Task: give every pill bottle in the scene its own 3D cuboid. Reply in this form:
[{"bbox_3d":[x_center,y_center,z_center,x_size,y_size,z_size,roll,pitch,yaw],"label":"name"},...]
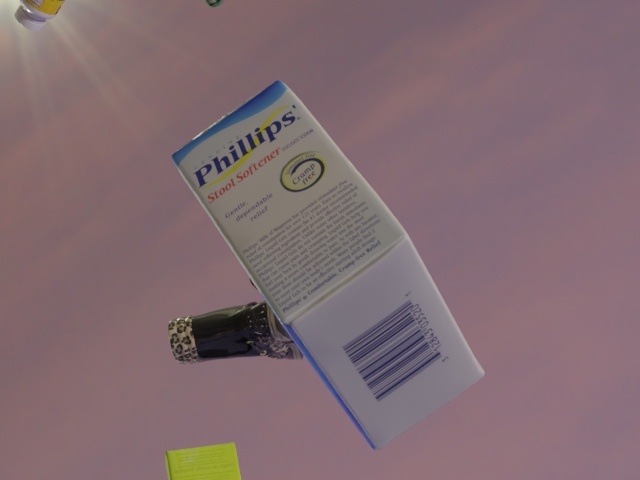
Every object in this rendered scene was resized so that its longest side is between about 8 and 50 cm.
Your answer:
[{"bbox_3d":[-0.425,-0.383,2.314,0.116,0.065,0.065,-53,-166,24],"label":"pill bottle"}]

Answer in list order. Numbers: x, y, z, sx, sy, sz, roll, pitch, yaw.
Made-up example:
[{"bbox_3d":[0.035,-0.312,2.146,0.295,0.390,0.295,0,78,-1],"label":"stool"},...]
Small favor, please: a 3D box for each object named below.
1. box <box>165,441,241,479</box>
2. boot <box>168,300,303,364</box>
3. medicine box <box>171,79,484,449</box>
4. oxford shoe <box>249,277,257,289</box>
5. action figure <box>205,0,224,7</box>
[{"bbox_3d":[-0.167,0.395,2.242,0.109,0.042,0.178,-6,-123,-10],"label":"box"},{"bbox_3d":[-0.121,0.142,2.226,0.178,0.085,0.236,-11,166,4],"label":"boot"},{"bbox_3d":[0.008,0.025,1.564,0.149,0.263,0.289,-35,-132,-2],"label":"medicine box"},{"bbox_3d":[-0.013,0.101,2.689,0.083,0.227,0.096,-58,166,0],"label":"oxford shoe"},{"bbox_3d":[-0.079,-0.360,1.678,0.063,0.137,0.232,-43,163,-57],"label":"action figure"}]
